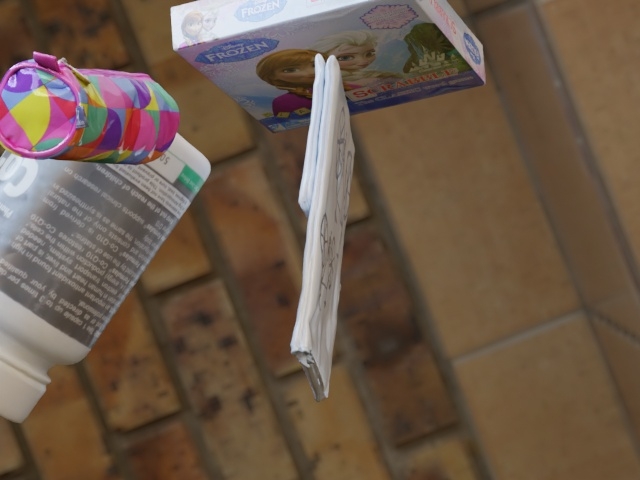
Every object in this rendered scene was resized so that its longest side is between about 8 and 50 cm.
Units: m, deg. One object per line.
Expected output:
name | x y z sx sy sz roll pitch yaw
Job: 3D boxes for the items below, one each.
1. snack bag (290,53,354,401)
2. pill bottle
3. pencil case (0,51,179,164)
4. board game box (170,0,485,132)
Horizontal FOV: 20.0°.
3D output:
snack bag | 0.000 0.000 2.065 0.323 0.037 0.342 76 -161 -75
pill bottle | -0.300 0.008 2.016 0.204 0.361 0.204 33 175 3
pencil case | -0.224 -0.124 1.769 0.104 0.104 0.236 68 -163 7
board game box | 0.017 -0.250 2.359 0.318 0.319 0.066 36 -134 -61
